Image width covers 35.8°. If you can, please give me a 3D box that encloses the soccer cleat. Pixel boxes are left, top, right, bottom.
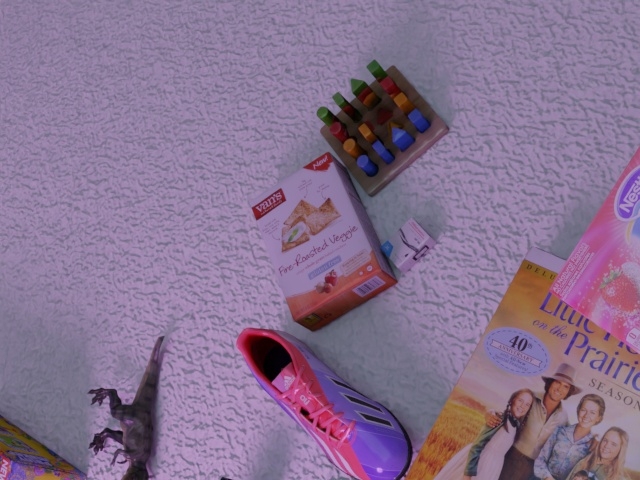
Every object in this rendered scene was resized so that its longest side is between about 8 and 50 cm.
[{"bbox_3d":[-0.003,0.226,1.382,0.109,0.116,0.318,-53,49,2],"label":"soccer cleat"}]

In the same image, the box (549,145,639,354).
[{"bbox_3d":[0.416,-0.022,1.123,0.142,0.154,0.300,38,105,34],"label":"box"}]

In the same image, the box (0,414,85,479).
[{"bbox_3d":[-0.586,0.440,1.608,0.279,0.177,0.290,22,82,33],"label":"box"}]

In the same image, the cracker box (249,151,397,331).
[{"bbox_3d":[0.000,0.000,1.517,0.155,0.067,0.232,-32,57,14],"label":"cracker box"}]

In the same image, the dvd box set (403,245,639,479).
[{"bbox_3d":[0.303,0.250,1.245,0.307,0.062,0.421,27,85,34],"label":"dvd box set"}]

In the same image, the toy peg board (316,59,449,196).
[{"bbox_3d":[0.083,-0.184,1.538,0.161,0.079,0.161,-41,56,10],"label":"toy peg board"}]

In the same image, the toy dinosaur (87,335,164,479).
[{"bbox_3d":[-0.313,0.287,1.587,0.118,0.064,0.268,-5,66,21],"label":"toy dinosaur"}]

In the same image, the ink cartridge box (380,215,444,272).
[{"bbox_3d":[0.136,0.001,1.462,0.083,0.028,0.048,-44,56,6],"label":"ink cartridge box"}]

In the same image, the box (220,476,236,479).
[{"bbox_3d":[-0.117,0.382,1.417,0.052,0.083,0.062,29,86,36],"label":"box"}]
